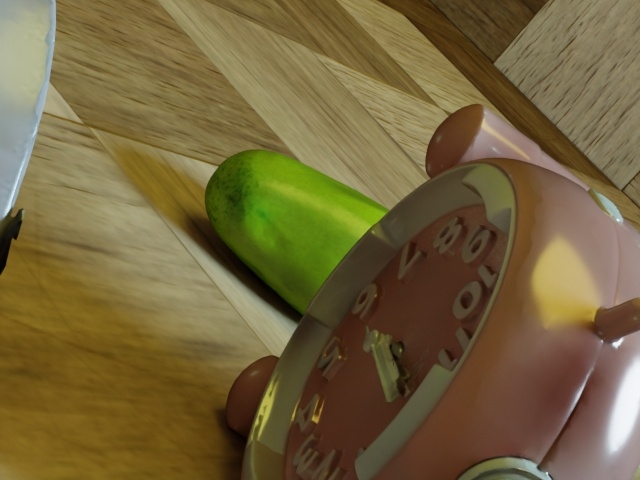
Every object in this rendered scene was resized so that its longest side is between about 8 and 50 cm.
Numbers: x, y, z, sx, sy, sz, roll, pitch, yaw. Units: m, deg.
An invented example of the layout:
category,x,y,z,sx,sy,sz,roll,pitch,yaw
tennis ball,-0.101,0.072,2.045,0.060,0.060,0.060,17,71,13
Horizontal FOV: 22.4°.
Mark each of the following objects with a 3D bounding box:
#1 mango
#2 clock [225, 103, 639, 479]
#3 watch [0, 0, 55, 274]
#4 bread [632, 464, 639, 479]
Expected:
category,x,y,z,sx,sy,sz,roll,pitch,yaw
mango,0.001,-0.001,1.056,0.163,0.089,0.117,40,15,-2
clock,0.071,0.079,0.740,0.142,0.227,0.241,35,11,-14
watch,-0.178,-0.033,0.470,0.211,0.217,0.248,30,19,-36
bread,0.214,0.206,0.853,0.316,0.054,0.316,-21,90,-77
